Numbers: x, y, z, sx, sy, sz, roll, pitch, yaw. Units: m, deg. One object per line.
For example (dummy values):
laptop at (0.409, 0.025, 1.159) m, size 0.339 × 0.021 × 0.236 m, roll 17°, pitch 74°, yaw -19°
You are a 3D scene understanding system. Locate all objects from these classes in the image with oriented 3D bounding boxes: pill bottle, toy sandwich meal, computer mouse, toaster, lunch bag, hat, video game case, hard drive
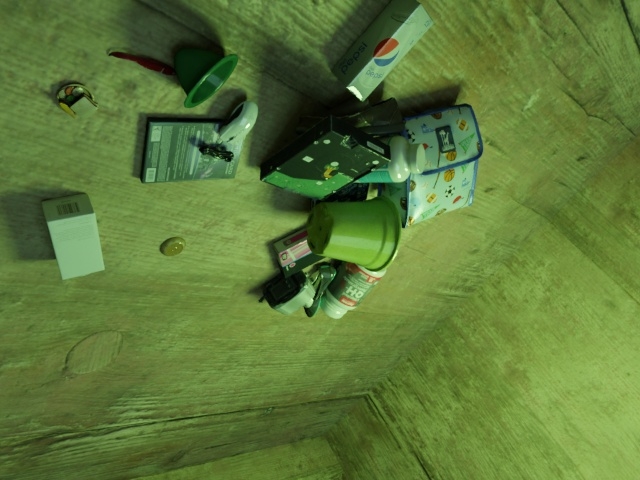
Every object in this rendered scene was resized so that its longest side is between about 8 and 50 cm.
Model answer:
pill bottle at (0.192, -0.257, 1.594) m, size 0.146 × 0.264 × 0.146 m, roll -13°, pitch 105°, yaw -61°
toy sandwich meal at (-0.543, -0.308, 1.118) m, size 0.086 × 0.029 × 0.085 m, roll -23°, pitch 145°, yaw -17°
computer mouse at (-0.234, -0.291, 1.351) m, size 0.193 × 0.042 × 0.106 m, roll -48°, pitch 144°, yaw 19°
pill bottle at (0.129, 0.188, 2.183) m, size 0.176 × 0.176 × 0.318 m, roll 6°, pitch 129°, yaw -45°
toaster at (-0.128, 0.214, 2.039) m, size 0.227 × 0.129 × 0.146 m, roll -37°, pitch 149°, yaw 2°
lunch bag at (0.390, -0.277, 1.793) m, size 0.328 × 0.239 × 0.385 m, roll -18°, pitch 127°, yaw -23°
hat at (-0.321, -0.431, 1.164) m, size 0.173 × 0.183 × 0.208 m, roll -42°, pitch -172°, yaw 23°
video game case at (-0.344, -0.245, 1.374) m, size 0.274 × 0.026 × 0.196 m, roll -9°, pitch 139°, yaw -35°
hard drive at (0.008, -0.231, 1.489) m, size 0.237 × 0.064 × 0.339 m, roll 18°, pitch 150°, yaw -35°

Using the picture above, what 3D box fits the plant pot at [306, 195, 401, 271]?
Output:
plant pot at (0.098, -0.031, 1.748) m, size 0.254 × 0.276 × 0.276 m, roll 5°, pitch 131°, yaw -30°

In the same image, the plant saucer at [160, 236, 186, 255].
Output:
plant saucer at (-0.471, 0.024, 1.607) m, size 0.083 × 0.015 × 0.083 m, roll -23°, pitch 145°, yaw -18°

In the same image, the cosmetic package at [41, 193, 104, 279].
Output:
cosmetic package at (-0.660, -0.007, 1.346) m, size 0.117 × 0.085 × 0.231 m, roll -14°, pitch 143°, yaw -28°

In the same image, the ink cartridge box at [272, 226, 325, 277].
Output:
ink cartridge box at (0.000, 0.000, 1.946) m, size 0.371 × 0.069 × 0.175 m, roll -29°, pitch 146°, yaw -13°

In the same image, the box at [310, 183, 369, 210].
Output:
box at (0.073, -0.187, 1.780) m, size 0.220 × 0.051 × 0.175 m, roll -21°, pitch 145°, yaw -19°

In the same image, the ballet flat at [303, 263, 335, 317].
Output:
ballet flat at (-0.033, 0.213, 2.164) m, size 0.096 × 0.095 × 0.280 m, roll 8°, pitch 118°, yaw -33°

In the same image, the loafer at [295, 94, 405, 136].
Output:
loafer at (0.088, -0.376, 1.523) m, size 0.366 × 0.134 × 0.130 m, roll -11°, pitch 103°, yaw -28°

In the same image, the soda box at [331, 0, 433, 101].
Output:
soda box at (0.169, -0.536, 1.389) m, size 0.286 × 0.098 × 0.091 m, roll -45°, pitch 145°, yaw 16°
